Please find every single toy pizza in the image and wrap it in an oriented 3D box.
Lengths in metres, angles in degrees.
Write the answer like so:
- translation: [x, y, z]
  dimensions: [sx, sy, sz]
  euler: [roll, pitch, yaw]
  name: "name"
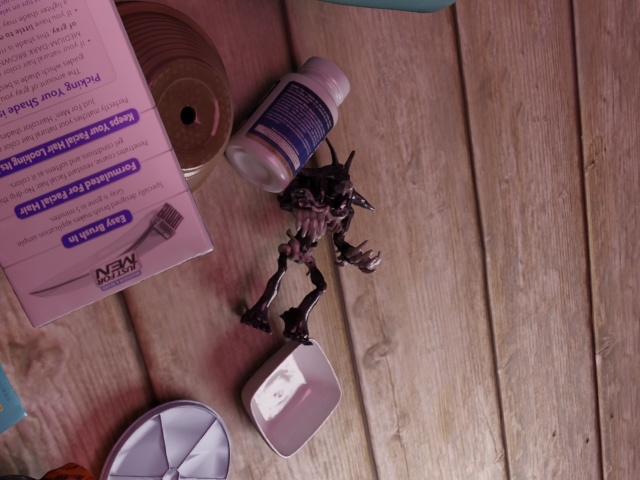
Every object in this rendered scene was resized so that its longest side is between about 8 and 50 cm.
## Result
- translation: [-0.199, 0.297, 1.107]
  dimensions: [0.201, 0.032, 0.201]
  euler: [-14, 111, -42]
  name: "toy pizza"

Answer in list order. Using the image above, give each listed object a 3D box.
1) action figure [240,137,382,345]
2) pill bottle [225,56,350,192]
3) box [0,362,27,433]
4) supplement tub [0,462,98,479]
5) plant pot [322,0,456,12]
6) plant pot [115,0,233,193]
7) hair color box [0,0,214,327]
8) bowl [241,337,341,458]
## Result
- translation: [0.000, 0.000, 1.148]
  dimensions: [0.164, 0.141, 0.276]
  euler: [24, 85, -33]
  name: "action figure"
- translation: [-0.036, -0.151, 1.102]
  dimensions: [0.169, 0.094, 0.094]
  euler: [-53, 131, -21]
  name: "pill bottle"
- translation: [-0.422, 0.197, 0.847]
  dimensions: [0.244, 0.060, 0.101]
  euler: [-36, 123, -32]
  name: "box"
- translation: [-0.361, 0.368, 0.847]
  dimensions: [0.338, 0.207, 0.207]
  euler: [-24, 116, -38]
  name: "supplement tub"
- translation: [0.026, -0.402, 0.977]
  dimensions: [0.235, 0.293, 0.293]
  euler: [-11, 108, -28]
  name: "plant pot"
- translation: [-0.177, -0.143, 0.960]
  dimensions: [0.237, 0.109, 0.238]
  euler: [-12, 108, -41]
  name: "plant pot"
- translation: [-0.247, -0.112, 0.789]
  dimensions: [0.185, 0.110, 0.339]
  euler: [-24, 114, -12]
  name: "hair color box"
- translation: [-0.047, 0.215, 1.217]
  dimensions: [0.142, 0.053, 0.142]
  euler: [-45, 127, -27]
  name: "bowl"
